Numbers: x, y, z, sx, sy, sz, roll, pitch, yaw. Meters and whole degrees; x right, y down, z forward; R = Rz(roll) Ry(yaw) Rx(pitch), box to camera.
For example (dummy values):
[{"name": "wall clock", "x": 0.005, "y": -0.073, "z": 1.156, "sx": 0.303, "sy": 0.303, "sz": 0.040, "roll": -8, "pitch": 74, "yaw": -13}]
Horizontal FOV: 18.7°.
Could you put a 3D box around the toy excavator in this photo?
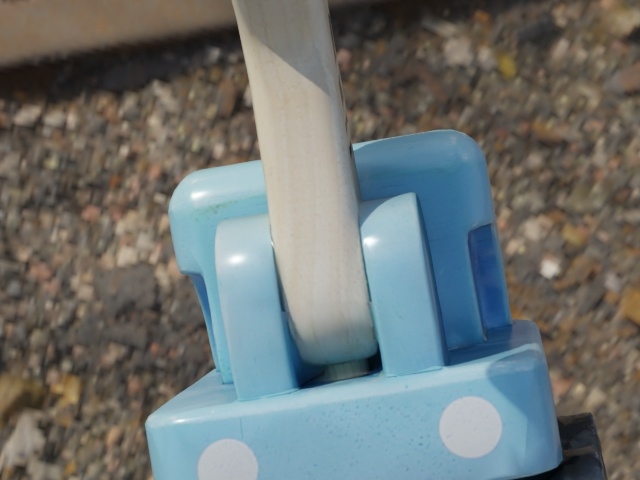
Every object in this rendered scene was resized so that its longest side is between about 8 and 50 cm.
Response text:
[{"name": "toy excavator", "x": 0.000, "y": 0.000, "z": 0.898, "sx": 0.222, "sy": 0.433, "sz": 0.445, "roll": -11, "pitch": 90, "yaw": 6}]
